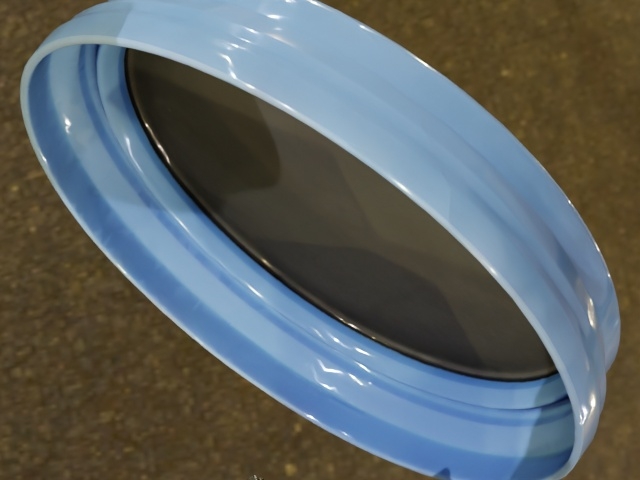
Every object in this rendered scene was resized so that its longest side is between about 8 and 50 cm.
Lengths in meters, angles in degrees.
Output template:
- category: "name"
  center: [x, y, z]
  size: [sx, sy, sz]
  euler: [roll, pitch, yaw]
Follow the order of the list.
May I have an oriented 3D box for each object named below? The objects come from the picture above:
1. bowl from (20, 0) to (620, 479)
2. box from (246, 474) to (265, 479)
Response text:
- category: "bowl"
  center: [0.000, 0.000, 0.889]
  size: [0.077, 0.391, 0.391]
  euler: [-53, 122, -23]
- category: "box"
  center: [-0.047, 0.230, 0.842]
  size: [0.180, 0.147, 0.077]
  euler: [50, 11, -49]
